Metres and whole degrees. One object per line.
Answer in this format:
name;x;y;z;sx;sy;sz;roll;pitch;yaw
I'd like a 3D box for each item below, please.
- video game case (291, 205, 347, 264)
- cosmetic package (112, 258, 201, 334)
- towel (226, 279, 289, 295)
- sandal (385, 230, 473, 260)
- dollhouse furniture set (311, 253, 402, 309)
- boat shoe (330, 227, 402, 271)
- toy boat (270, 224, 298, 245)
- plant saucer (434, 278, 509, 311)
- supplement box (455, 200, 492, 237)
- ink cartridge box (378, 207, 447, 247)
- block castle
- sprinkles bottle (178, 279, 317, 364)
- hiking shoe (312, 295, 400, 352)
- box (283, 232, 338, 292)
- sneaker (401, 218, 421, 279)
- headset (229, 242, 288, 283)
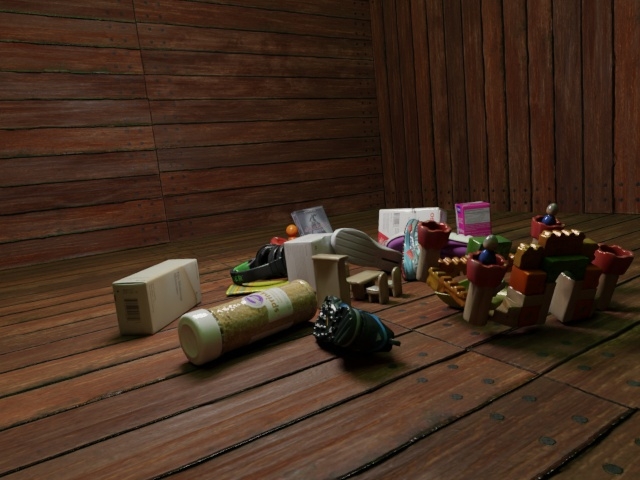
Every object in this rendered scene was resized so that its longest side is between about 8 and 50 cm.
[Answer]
video game case;0.000;0.000;1.804;0.026;0.275;0.196;-25;-4;36
cosmetic package;-0.497;0.166;1.407;0.113;0.161;0.309;-3;10;12
towel;-0.217;0.174;1.632;0.237;0.021;0.102;-5;12;2
sandal;0.427;0.043;1.722;0.415;0.169;0.102;-2;42;36
dollhouse furniture set;0.099;0.106;1.390;0.212;0.161;0.242;2;12;41
boat shoe;0.159;0.044;1.673;0.335;0.121;0.119;24;-5;-31
toy boat;-0.142;-0.004;2.284;0.230;0.151;0.151;-3;9;17
plant saucer;0.446;0.154;1.238;0.188;0.045;0.188;-13;12;-37
supplement box;0.611;-0.039;1.793;0.113;0.220;0.111;-5;8;3
ink cartridge box;0.393;-0.033;1.920;0.272;0.197;0.114;1;-4;35
block castle;0.494;0.037;1.123;0.452;0.213;0.303;-3;23;-19
sprinkles bottle;-0.170;0.194;1.131;0.121;0.122;0.355;3;12;45
hiking shoe;0.068;0.208;1.051;0.132;0.113;0.304;23;-3;-11
box;-0.025;0.076;1.600;0.118;0.182;0.181;-3;9;29
sneaker;0.360;0.036;1.632;0.125;0.104;0.262;4;55;10
headset;-0.171;0.050;1.761;0.393;0.185;0.243;-21;9;-30
